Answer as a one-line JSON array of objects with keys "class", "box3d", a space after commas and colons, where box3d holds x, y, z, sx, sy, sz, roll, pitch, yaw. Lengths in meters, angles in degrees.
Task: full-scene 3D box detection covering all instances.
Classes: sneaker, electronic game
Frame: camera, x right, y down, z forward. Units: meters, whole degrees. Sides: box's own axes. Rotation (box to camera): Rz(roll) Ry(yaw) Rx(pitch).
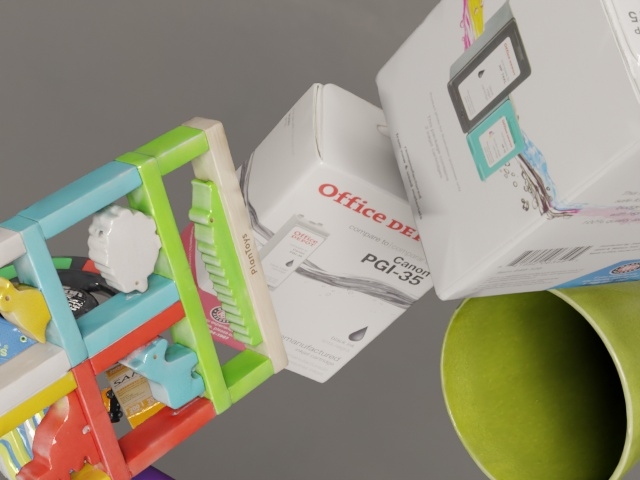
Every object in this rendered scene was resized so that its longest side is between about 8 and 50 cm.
[{"class": "sneaker", "box3d": [-0.266, 0.141, 1.291, 0.240, 0.126, 0.091, 44, 27, 9]}, {"class": "electronic game", "box3d": [-0.287, 0.079, 1.519, 0.229, 0.048, 0.229, 3, 28, -1]}]

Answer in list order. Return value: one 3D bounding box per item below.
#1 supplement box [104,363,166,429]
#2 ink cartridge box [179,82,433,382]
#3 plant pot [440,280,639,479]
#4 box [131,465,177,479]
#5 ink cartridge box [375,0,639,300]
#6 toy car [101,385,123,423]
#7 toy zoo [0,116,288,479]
[{"class": "supplement box", "box3d": [-0.189, 0.165, 1.498, 0.062, 0.036, 0.098, -28, 33, -11]}, {"class": "ink cartridge box", "box3d": [0.000, 0.000, 1.420, 0.207, 0.283, 0.117, 25, 41, -25]}, {"class": "plant pot", "box3d": [0.344, 0.149, 1.684, 0.293, 0.275, 0.275, -16, 41, -42]}, {"class": "box", "box3d": [-0.207, 0.418, 1.821, 0.261, 0.103, 0.184, 25, 36, 23]}, {"class": "ink cartridge box", "box3d": [0.202, -0.102, 0.983, 0.198, 0.270, 0.197, -4, 68, -28]}, {"class": "toy car", "box3d": [-0.329, 0.251, 2.008, 0.040, 0.060, 0.122, 1, 16, 22]}, {"class": "toy zoo", "box3d": [-0.153, 0.070, 0.853, 0.293, 0.192, 0.030, -34, 33, -33]}]
